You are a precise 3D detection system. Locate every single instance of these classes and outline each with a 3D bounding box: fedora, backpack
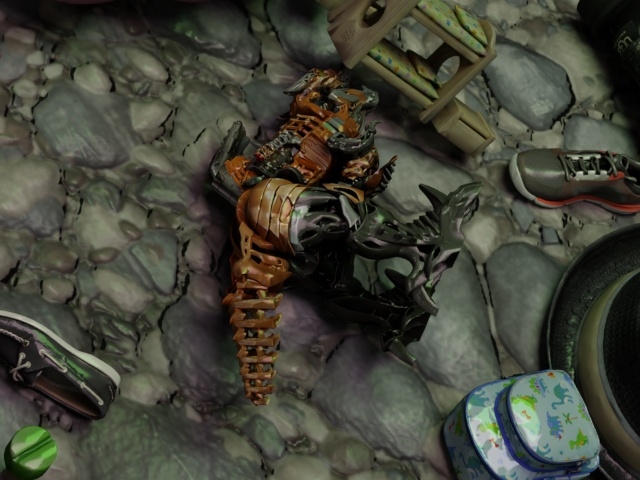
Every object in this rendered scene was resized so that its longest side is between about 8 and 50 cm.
[{"bbox_3d":[0.369,0.094,1.568,0.334,0.152,0.334,13,58,-22],"label":"fedora"},{"bbox_3d":[0.167,0.161,1.467,0.114,0.084,0.105,-10,67,-29],"label":"backpack"}]

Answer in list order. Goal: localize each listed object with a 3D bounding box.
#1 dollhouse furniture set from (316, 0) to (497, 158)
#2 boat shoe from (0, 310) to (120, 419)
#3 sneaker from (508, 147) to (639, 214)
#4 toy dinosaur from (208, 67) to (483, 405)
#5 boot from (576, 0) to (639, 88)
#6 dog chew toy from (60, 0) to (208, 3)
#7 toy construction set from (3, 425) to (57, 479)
[{"bbox_3d":[0.093,-0.195,1.599,0.182,0.101,0.161,32,24,-39],"label":"dollhouse furniture set"},{"bbox_3d":[-0.211,0.094,1.329,0.125,0.046,0.038,32,48,-19],"label":"boat shoe"},{"bbox_3d":[0.251,-0.068,1.648,0.158,0.065,0.061,5,62,-26],"label":"sneaker"},{"bbox_3d":[0.000,0.000,1.458,0.218,0.164,0.322,20,74,0],"label":"toy dinosaur"},{"bbox_3d":[0.446,-0.177,1.767,0.348,0.131,0.260,-20,67,-23],"label":"boot"},{"bbox_3d":[-0.122,-0.292,1.491,0.331,0.206,0.207,4,62,-30],"label":"dog chew toy"},{"bbox_3d":[-0.331,0.135,1.120,0.309,0.237,0.257,31,54,-9],"label":"toy construction set"}]
